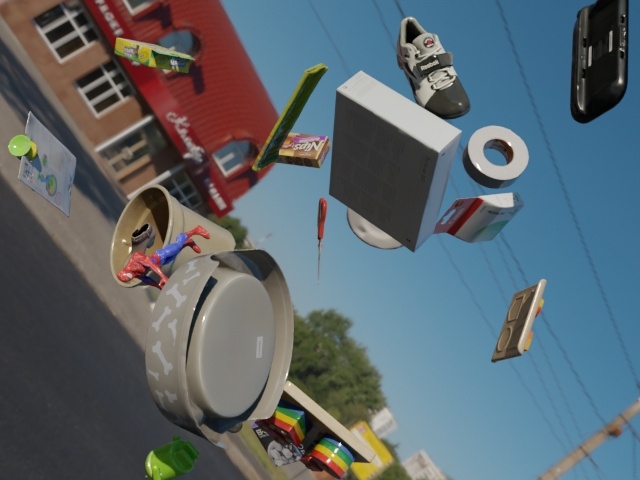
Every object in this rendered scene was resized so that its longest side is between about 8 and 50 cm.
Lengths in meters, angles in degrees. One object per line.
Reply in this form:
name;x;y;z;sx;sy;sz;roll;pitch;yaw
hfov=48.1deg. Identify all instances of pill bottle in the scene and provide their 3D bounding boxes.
pill bottle;0.229;-0.171;2.215;0.224;0.224;0.392;61;30;-27

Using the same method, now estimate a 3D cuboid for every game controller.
game controller;0.657;-0.436;1.686;0.067;0.319;0.166;17;-21;-24

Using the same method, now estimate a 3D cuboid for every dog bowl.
dog bowl;-0.171;0.180;1.256;0.102;0.348;0.348;3;-39;26

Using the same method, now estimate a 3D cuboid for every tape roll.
tape roll;0.615;-0.294;2.525;0.219;0.219;0.072;54;-18;15

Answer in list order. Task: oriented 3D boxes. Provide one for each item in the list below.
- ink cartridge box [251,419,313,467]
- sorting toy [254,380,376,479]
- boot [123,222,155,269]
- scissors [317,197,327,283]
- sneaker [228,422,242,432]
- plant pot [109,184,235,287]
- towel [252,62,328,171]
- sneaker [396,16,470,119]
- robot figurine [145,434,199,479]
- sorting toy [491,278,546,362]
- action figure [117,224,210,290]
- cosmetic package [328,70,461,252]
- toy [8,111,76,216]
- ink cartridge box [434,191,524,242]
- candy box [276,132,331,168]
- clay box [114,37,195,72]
ink cartridge box;-0.110;0.574;2.172;0.206;0.045;0.208;-28;-87;37
sorting toy;-0.032;0.453;1.670;0.257;0.089;0.255;41;-23;-2
boot;-0.451;0.011;1.762;0.042;0.118;0.087;28;-27;15
scissors;0.000;0.000;2.428;0.109;0.021;0.296;177;-83;-79
sneaker;-0.297;0.469;2.029;0.234;0.078;0.106;59;0;-18
plant pot;-0.454;0.025;2.308;0.306;0.333;0.334;22;18;-41
towel;-0.061;-0.241;1.422;0.021;0.237;0.102;35;30;3
sneaker;0.279;-0.451;1.857;0.146;0.123;0.330;73;-10;-56
robot figurine;-0.292;0.429;1.393;0.067;0.115;0.101;55;28;-13
sorting toy;0.486;0.203;1.742;0.038;0.192;0.208;23;-17;2
action figure;-0.358;0.065;1.724;0.139;0.280;0.091;46;-53;14
cosmetic package;0.162;-0.177;1.707;0.284;0.097;0.377;38;-29;22
toy;-0.559;-0.146;1.431;0.237;0.056;0.136;92;1;-74
ink cartridge box;0.439;-0.057;2.027;0.056;0.225;0.181;65;-34;25
candy box;-0.070;-0.312;2.468;0.187;0.109;0.053;10;-34;25
clay box;-0.458;-0.509;1.981;0.222;0.128;0.053;29;-68;41
